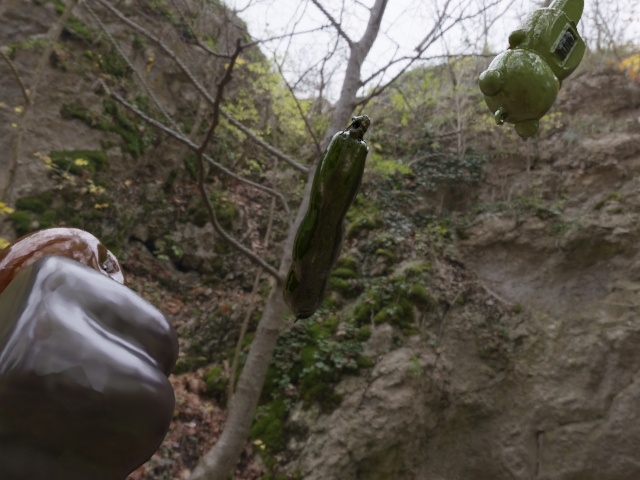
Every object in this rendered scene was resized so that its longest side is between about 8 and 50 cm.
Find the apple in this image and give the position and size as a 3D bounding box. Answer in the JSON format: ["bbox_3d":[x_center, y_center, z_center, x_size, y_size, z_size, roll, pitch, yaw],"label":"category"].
[{"bbox_3d":[-0.379,0.075,0.775,0.174,0.188,0.188,-28,-27,1],"label":"apple"}]

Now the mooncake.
[{"bbox_3d":[-0.264,0.165,0.476,0.154,0.305,0.306,36,-26,-26],"label":"mooncake"}]

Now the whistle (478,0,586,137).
[{"bbox_3d":[0.340,-0.287,0.836,0.131,0.288,0.106,40,-19,-22],"label":"whistle"}]

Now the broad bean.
[{"bbox_3d":[-0.001,0.002,0.509,0.047,0.065,0.254,22,-50,7],"label":"broad bean"}]
